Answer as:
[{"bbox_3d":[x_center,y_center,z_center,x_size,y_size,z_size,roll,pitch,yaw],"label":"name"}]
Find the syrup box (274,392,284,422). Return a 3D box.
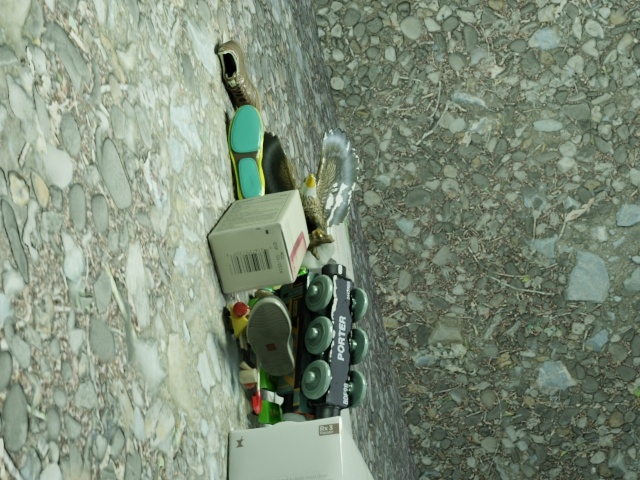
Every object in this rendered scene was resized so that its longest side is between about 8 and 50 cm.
[{"bbox_3d":[-0.027,0.403,1.970,0.096,0.093,0.237,-89,165,-48],"label":"syrup box"}]

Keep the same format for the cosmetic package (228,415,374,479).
[{"bbox_3d":[-0.016,0.487,1.626,0.385,0.217,0.156,64,19,-52],"label":"cosmetic package"}]

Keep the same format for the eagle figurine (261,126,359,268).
[{"bbox_3d":[-0.032,-0.104,1.981,0.226,0.225,0.298,25,46,-30],"label":"eagle figurine"}]

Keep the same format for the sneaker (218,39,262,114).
[{"bbox_3d":[-0.192,-0.355,1.950,0.071,0.066,0.188,-47,123,-56],"label":"sneaker"}]

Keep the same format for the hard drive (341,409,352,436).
[{"bbox_3d":[0.048,0.532,2.388,0.233,0.047,0.353,44,37,-73],"label":"hard drive"}]

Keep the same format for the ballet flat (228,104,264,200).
[{"bbox_3d":[-0.164,-0.181,1.900,0.077,0.077,0.231,123,-37,-74],"label":"ballet flat"}]

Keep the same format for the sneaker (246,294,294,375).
[{"bbox_3d":[-0.097,0.151,1.634,0.222,0.083,0.118,86,-2,-48],"label":"sneaker"}]

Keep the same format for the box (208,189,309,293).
[{"bbox_3d":[-0.117,-0.002,1.726,0.232,0.148,0.127,-69,148,-70],"label":"box"}]

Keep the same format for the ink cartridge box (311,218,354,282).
[{"bbox_3d":[0.000,0.000,2.434,0.353,0.119,0.207,50,32,-72],"label":"ink cartridge box"}]

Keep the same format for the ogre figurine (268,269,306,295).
[{"bbox_3d":[-0.068,0.108,1.990,0.097,0.197,0.118,-62,-174,4],"label":"ogre figurine"}]

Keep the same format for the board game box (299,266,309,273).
[{"bbox_3d":[-0.050,0.085,2.142,0.170,0.048,0.141,-31,124,-87],"label":"board game box"}]

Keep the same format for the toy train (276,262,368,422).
[{"bbox_3d":[-0.006,0.214,1.742,0.142,0.190,0.334,21,61,-36],"label":"toy train"}]

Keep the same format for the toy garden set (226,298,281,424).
[{"bbox_3d":[-0.135,0.237,1.692,0.204,0.049,0.244,53,29,-72],"label":"toy garden set"}]

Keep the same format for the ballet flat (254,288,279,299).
[{"bbox_3d":[-0.099,0.170,1.896,0.206,0.073,0.067,54,50,-58],"label":"ballet flat"}]
